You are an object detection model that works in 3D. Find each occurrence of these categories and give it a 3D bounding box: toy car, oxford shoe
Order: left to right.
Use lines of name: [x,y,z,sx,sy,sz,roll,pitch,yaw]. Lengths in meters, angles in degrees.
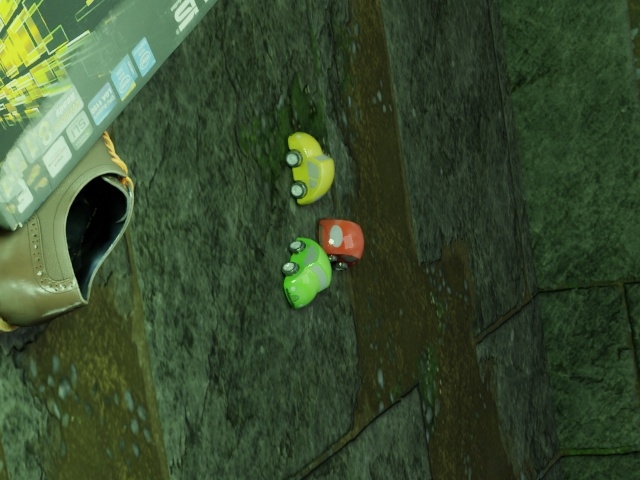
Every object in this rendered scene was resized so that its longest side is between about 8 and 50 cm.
oxford shoe: [-0.227,-0.057,1.751,0.130,0.133,0.363,65,28,-43]
toy car: [0.000,0.000,2.457,0.225,0.053,0.239,-75,151,-45]

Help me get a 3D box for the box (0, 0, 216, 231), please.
box: [-0.248,-0.255,1.636,0.395,0.097,0.318,-53,140,-32]
